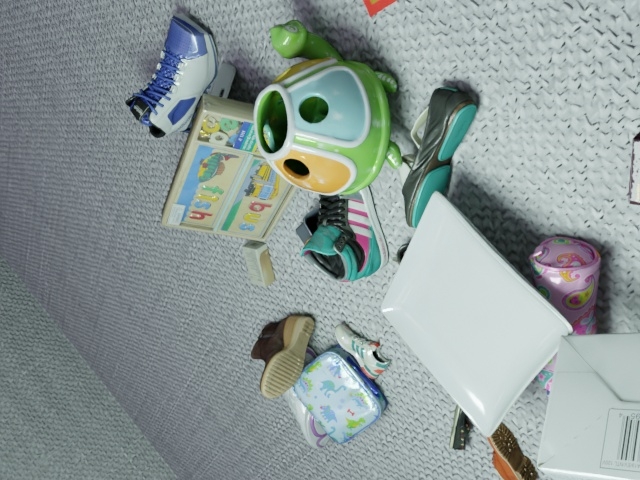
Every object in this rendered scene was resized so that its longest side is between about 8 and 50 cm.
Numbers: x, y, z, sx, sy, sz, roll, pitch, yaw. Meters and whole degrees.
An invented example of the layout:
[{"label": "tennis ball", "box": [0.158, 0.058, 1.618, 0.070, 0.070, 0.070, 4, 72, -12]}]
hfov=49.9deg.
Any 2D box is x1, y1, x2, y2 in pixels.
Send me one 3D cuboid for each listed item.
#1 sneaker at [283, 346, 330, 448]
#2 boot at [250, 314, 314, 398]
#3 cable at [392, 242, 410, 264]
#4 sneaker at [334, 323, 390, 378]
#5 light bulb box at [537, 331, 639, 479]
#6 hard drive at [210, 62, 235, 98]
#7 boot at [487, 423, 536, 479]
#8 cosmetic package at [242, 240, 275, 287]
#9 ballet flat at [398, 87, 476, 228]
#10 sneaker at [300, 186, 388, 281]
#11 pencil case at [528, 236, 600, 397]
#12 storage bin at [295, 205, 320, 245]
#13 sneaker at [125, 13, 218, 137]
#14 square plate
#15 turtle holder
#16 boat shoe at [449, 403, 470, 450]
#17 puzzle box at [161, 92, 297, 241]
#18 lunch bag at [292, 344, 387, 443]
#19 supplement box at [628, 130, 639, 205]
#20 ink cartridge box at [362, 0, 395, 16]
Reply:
[{"label": "sneaker", "box": [-0.043, 0.425, 1.906, 0.152, 0.114, 0.305, -2, 106, 54]}, {"label": "boot", "box": [-0.122, 0.307, 1.798, 0.090, 0.248, 0.206, 42, 147, -20]}, {"label": "cable", "box": [0.264, 0.070, 1.406, 0.287, 0.072, 0.140, -1, 97, 33]}, {"label": "sneaker", "box": [0.106, 0.257, 1.678, 0.161, 0.057, 0.075, 50, 123, 10]}, {"label": "light bulb box", "box": [0.571, 0.305, 0.979, 0.361, 0.225, 0.357, 39, 149, -29]}, {"label": "hard drive", "box": [-0.278, -0.242, 1.629, 0.040, 0.203, 0.308, 19, 140, -12]}, {"label": "boot", "box": [0.398, 0.470, 1.513, 0.158, 0.059, 0.084, 58, 145, -3]}, {"label": "cosmetic package", "box": [-0.164, 0.062, 1.823, 0.060, 0.041, 0.115, 13, 124, 39]}, {"label": "ballet flat", "box": [0.203, -0.157, 1.276, 0.096, 0.095, 0.281, 42, 129, 32]}, {"label": "sneaker", "box": [0.023, -0.036, 1.460, 0.123, 0.178, 0.296, -10, 107, 48]}, {"label": "pencil case", "box": [0.427, 0.139, 1.210, 0.124, 0.124, 0.284, 16, 127, 39]}, {"label": "storage bin", "box": [0.000, 0.000, 1.583, 0.135, 0.098, 0.091, 57, 151, -1]}, {"label": "sneaker", "box": [-0.359, -0.358, 1.634, 0.127, 0.182, 0.316, 38, 137, 19]}, {"label": "square plate", "box": [0.273, 0.137, 1.272, 0.344, 0.049, 0.347, 50, 142, 29]}, {"label": "turtle holder", "box": [0.003, -0.247, 1.284, 0.243, 0.227, 0.321, 18, 106, 51]}, {"label": "boat shoe", "box": [0.322, 0.423, 1.571, 0.042, 0.049, 0.133, 7, 117, 11]}, {"label": "puzzle box", "box": [-0.185, -0.144, 1.558, 0.409, 0.272, 0.052, 124, 148, -48]}, {"label": "lunch bag", "box": [0.051, 0.388, 1.747, 0.176, 0.090, 0.219, -43, 83, 20]}, {"label": "supplement box", "box": [0.543, -0.098, 0.964, 0.188, 0.080, 0.104, 14, 125, 39]}, {"label": "ink cartridge box", "box": [0.083, -0.519, 1.178, 0.181, 0.056, 0.225, -16, 102, 50]}]
